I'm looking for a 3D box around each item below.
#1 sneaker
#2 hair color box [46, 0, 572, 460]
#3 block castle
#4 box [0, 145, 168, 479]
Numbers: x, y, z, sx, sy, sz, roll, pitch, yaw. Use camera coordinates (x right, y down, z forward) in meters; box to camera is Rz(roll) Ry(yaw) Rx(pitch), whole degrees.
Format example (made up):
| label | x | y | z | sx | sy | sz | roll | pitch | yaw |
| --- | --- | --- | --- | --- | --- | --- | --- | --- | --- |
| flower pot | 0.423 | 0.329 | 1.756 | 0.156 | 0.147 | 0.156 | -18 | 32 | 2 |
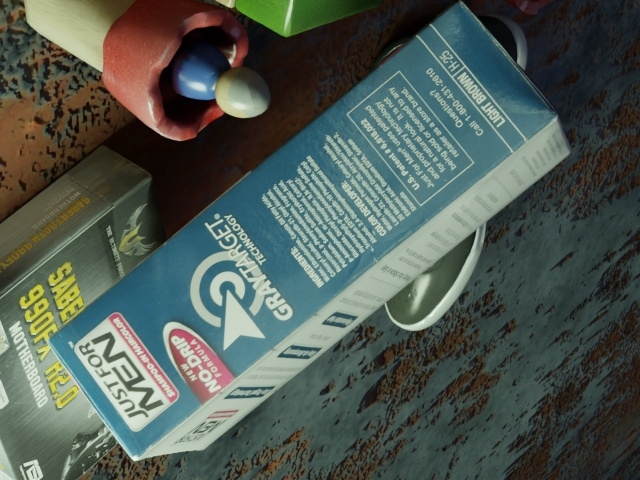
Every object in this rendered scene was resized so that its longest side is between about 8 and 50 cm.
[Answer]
| label | x | y | z | sx | sy | sz | roll | pitch | yaw |
| --- | --- | --- | --- | --- | --- | --- | --- | --- | --- |
| sneaker | 0.079 | -0.058 | 1.482 | 0.147 | 0.104 | 0.295 | -6 | 116 | -52 |
| hair color box | 0.000 | 0.000 | 1.148 | 0.347 | 0.105 | 0.174 | -40 | 169 | 6 |
| block castle | 0.034 | -0.266 | 1.111 | 0.453 | 0.213 | 0.303 | -24 | 135 | -44 |
| box | -0.186 | 0.071 | 1.248 | 0.183 | 0.056 | 0.231 | -40 | 146 | -27 |
